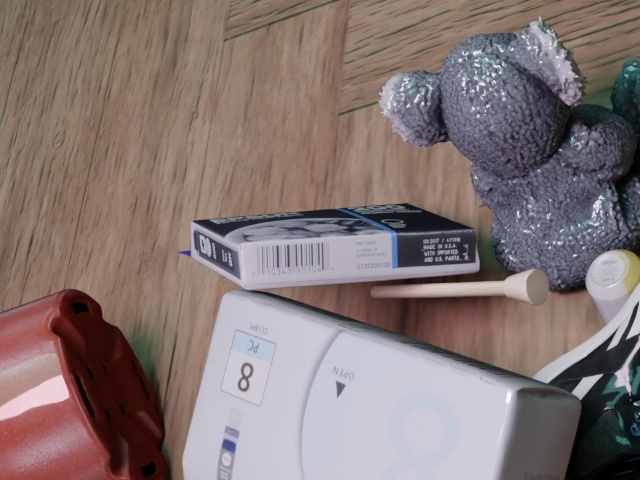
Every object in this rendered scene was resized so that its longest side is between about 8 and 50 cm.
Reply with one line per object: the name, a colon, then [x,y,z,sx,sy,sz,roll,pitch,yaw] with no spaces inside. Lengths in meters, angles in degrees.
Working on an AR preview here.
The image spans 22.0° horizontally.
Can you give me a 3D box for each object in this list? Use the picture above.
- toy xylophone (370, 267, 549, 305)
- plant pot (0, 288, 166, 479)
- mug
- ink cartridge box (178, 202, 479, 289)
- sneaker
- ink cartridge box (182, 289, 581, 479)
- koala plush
toy xylophone: [0.075,0.139,1.301,0.323,0.081,0.236,-11,74,44]
plant pot: [-0.300,0.186,1.506,0.265,0.272,0.272,-24,46,10]
mug: [0.248,0.034,1.317,0.078,0.064,0.062,-45,41,0]
ink cartridge box: [0.000,0.000,1.410,0.208,0.206,0.045,-160,67,-69]
sneaker: [0.262,0.104,1.245,0.217,0.079,0.121,-44,44,19]
ink cartridge box: [0.006,0.255,1.219,0.308,0.091,0.385,16,91,45]
koala plush: [0.173,-0.090,1.356,0.196,0.221,0.203,-13,51,30]
